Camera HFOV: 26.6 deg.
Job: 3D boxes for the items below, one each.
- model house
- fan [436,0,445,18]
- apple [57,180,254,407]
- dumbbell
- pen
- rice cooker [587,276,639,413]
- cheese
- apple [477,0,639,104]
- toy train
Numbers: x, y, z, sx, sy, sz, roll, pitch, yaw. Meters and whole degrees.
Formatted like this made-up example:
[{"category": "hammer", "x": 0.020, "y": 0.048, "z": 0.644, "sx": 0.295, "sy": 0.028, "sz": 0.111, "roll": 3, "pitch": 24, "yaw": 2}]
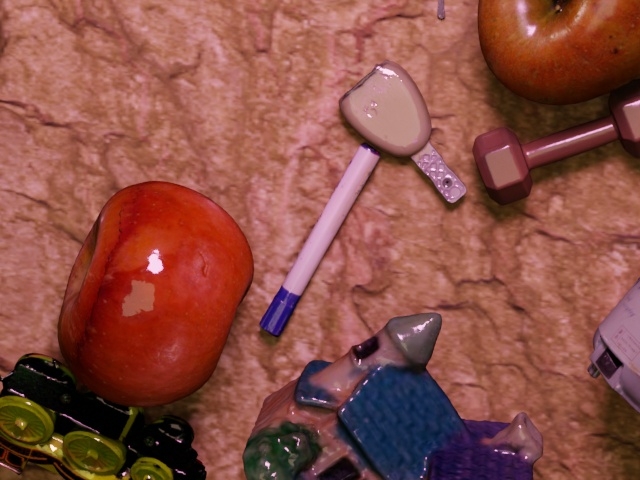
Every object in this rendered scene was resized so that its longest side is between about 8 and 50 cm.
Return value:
[{"category": "model house", "x": 0.109, "y": 0.264, "z": 1.604, "sx": 0.280, "sy": 0.245, "sz": 0.312, "roll": -33, "pitch": 98, "yaw": 16}, {"category": "fan", "x": 0.146, "y": -0.356, "z": 1.640, "sx": 0.113, "sy": 0.005, "sz": 0.175, "roll": 10, "pitch": 111, "yaw": 31}, {"category": "apple", "x": -0.195, "y": 0.069, "z": 1.625, "sx": 0.206, "sy": 0.251, "sz": 0.272, "roll": 21, "pitch": 86, "yaw": -13}, {"category": "dumbbell", "x": 0.301, "y": -0.118, "z": 1.625, "sx": 0.230, "sy": 0.092, "sz": 0.082, "roll": -20, "pitch": 123, "yaw": 8}, {"category": "pen", "x": -0.001, "y": 0.000, "z": 1.699, "sx": 0.033, "sy": 0.033, "sz": 0.269, "roll": 30, "pitch": 99, "yaw": 3}, {"category": "rice cooker", "x": 0.474, "y": 0.099, "z": 1.536, "sx": 0.316, "sy": 0.264, "sz": 0.317, "roll": -4, "pitch": 115, "yaw": -9}, {"category": "cheese", "x": 0.110, "y": -0.126, "z": 1.670, "sx": 0.097, "sy": 0.037, "sz": 0.192, "roll": -39, "pitch": 89, "yaw": 10}, {"category": "apple", "x": 0.301, "y": -0.266, "z": 1.566, "sx": 0.236, "sy": 0.207, "sz": 0.237, "roll": 0, "pitch": 91, "yaw": 26}, {"category": "toy train", "x": -0.288, "y": 0.256, "z": 1.714, "sx": 0.296, "sy": 0.100, "sz": 0.161, "roll": 27, "pitch": 133, "yaw": -2}]
